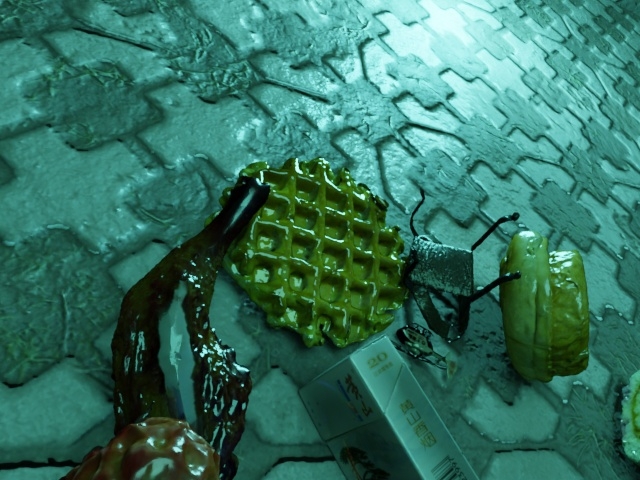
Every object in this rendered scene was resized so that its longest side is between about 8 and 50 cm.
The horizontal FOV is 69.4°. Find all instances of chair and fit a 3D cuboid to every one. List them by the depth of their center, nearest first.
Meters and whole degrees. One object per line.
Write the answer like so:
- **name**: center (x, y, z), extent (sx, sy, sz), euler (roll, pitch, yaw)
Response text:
- **chair**: center (0.197, 0.047, 0.707), extent (0.149, 0.213, 0.174), euler (11, 52, 6)

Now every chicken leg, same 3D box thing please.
- **chicken leg**: center (-0.141, 0.087, 0.518), extent (0.158, 0.096, 0.406), euler (15, 63, -19)

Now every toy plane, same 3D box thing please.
- **toy plane**: center (0.154, 0.162, 0.692), extent (0.121, 0.031, 0.049), euler (29, 56, -4)

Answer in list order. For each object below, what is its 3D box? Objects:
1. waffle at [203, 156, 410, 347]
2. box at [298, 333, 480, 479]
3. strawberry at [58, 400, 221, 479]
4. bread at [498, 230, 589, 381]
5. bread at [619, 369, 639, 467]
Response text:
- **waffle**: center (0.000, 0.000, 0.696), extent (0.302, 0.068, 0.324), euler (-33, 83, -36)
- **box**: center (0.081, 0.240, 0.523), extent (0.067, 0.149, 0.233), euler (-20, 69, -38)
- **strawberry**: center (-0.144, 0.301, 0.325), extent (0.253, 0.150, 0.280), euler (45, 70, -1)
- **bread**: center (0.341, 0.106, 0.710), extent (0.236, 0.120, 0.198), euler (60, 38, -41)
- **bread**: center (0.656, 0.368, 0.730), extent (0.338, 0.155, 0.187), euler (37, 42, 3)
